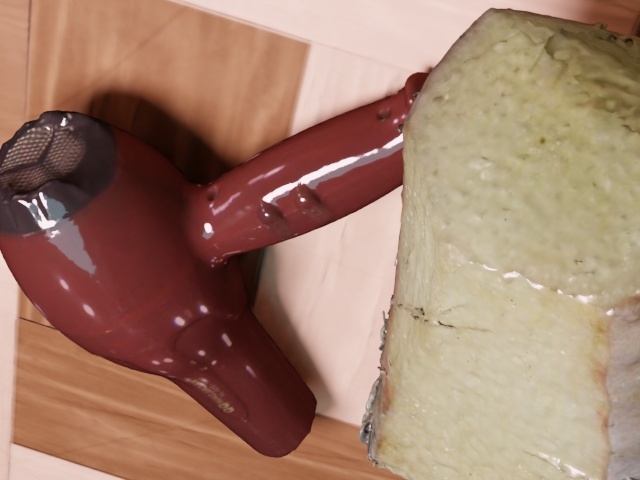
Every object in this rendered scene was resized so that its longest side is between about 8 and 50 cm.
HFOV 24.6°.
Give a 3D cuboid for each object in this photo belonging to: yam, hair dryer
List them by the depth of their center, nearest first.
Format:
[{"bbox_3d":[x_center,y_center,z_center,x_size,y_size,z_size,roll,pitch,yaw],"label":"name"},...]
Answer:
[{"bbox_3d":[0.129,0.020,0.769,0.202,0.201,0.271,26,154,23],"label":"yam"},{"bbox_3d":[0.000,0.000,0.897,0.340,0.123,0.312,-23,134,23],"label":"hair dryer"}]
